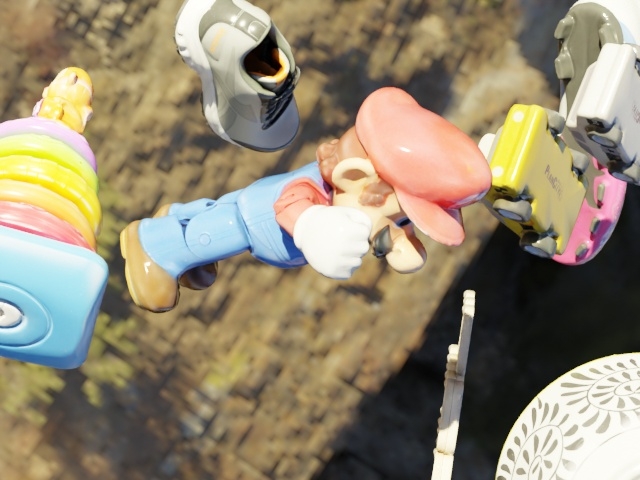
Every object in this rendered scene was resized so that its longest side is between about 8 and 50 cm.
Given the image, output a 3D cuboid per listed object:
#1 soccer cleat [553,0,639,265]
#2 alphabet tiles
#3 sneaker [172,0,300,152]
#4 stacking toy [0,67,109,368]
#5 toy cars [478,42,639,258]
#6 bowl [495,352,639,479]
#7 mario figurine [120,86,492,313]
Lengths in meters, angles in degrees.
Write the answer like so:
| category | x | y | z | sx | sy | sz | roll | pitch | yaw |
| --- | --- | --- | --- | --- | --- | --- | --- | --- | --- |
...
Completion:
| category | x | y | z | sx | sy | sz | roll | pitch | yaw |
| --- | --- | --- | --- | --- | --- | --- | --- | --- | --- |
| soccer cleat | 0.330 | -0.130 | 2.259 | 0.143 | 0.116 | 0.331 | -24 | 128 | -45 |
| alphabet tiles | 0.131 | 0.196 | 2.036 | 0.284 | 0.021 | 0.278 | -48 | 146 | -82 |
| sneaker | -0.070 | -0.167 | 2.089 | 0.100 | 0.108 | 0.271 | -56 | 153 | -15 |
| stacking toy | -0.257 | -0.049 | 1.782 | 0.175 | 0.166 | 0.301 | 112 | -10 | -50 |
| toy cars | 0.231 | -0.094 | 1.870 | 0.394 | 0.087 | 0.176 | -34 | 133 | -53 |
| bowl | 0.189 | 0.153 | 1.115 | 0.170 | 0.170 | 0.080 | -62 | -175 | 4 |
| mario figurine | 0.000 | 0.000 | 1.640 | 0.170 | 0.321 | 0.198 | 50 | 34 | -36 |
